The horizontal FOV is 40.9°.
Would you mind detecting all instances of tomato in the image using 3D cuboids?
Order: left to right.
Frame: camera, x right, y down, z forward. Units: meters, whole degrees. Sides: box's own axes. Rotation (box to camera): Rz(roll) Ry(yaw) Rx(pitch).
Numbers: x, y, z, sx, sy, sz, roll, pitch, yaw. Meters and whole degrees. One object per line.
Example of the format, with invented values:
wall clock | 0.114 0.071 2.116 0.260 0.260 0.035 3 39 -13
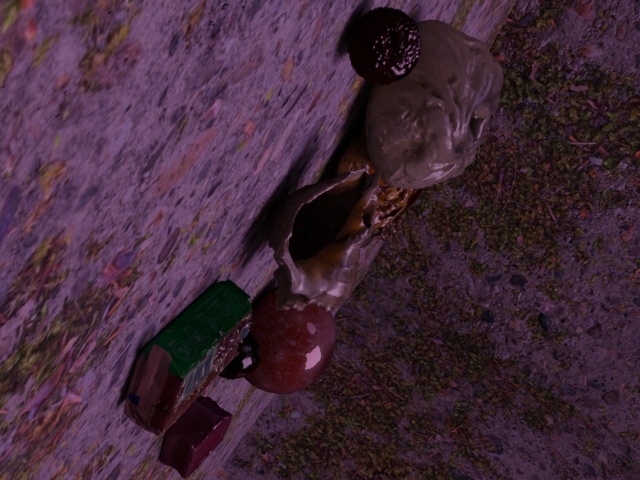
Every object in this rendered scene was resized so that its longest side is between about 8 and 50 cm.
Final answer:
tomato | -0.079 0.250 2.096 0.270 0.227 0.270 -54 169 -16

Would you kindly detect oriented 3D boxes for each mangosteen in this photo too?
mangosteen | -0.181 0.219 1.783 0.140 0.140 0.140 -56 172 -12

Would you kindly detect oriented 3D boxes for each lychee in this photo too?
lychee | 0.098 -0.308 1.379 0.129 0.123 0.123 -24 -159 50

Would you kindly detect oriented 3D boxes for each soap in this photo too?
soap | -0.220 0.195 1.480 0.273 0.098 0.217 -47 167 -54
soap | -0.300 0.459 2.063 0.162 0.099 0.250 -43 166 -33

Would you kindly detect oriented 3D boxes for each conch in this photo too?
conch | -0.016 -0.012 1.649 0.263 0.186 0.324 24 86 -65

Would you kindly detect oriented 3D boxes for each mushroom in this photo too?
mushroom | 0.145 -0.081 2.342 0.226 0.178 0.226 -56 163 -27

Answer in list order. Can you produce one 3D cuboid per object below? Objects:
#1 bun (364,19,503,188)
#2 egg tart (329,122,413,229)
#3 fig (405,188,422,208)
bun | 0.250 -0.275 1.803 0.360 0.211 0.359 -41 144 -40
egg tart | 0.106 -0.157 1.960 0.297 0.132 0.297 -29 129 -42
fig | 0.146 -0.112 2.179 0.290 0.191 0.190 -64 170 19
